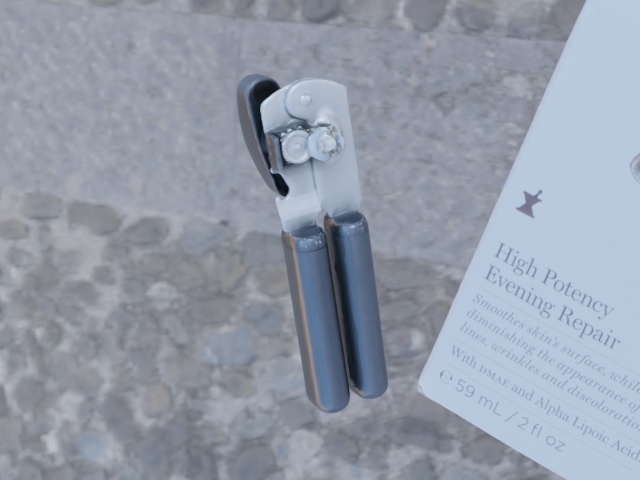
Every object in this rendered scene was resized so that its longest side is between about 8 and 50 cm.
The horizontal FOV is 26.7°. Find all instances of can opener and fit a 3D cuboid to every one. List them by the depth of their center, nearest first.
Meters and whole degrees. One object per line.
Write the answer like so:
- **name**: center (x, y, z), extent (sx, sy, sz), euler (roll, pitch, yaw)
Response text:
- **can opener**: center (0.000, 0.000, 1.080), extent (0.093, 0.074, 0.280), euler (26, 130, 63)

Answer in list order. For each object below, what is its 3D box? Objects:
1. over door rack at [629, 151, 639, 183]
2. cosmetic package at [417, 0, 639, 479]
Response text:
- **over door rack**: center (0.113, 0.117, 0.263), extent (0.324, 0.240, 0.108), euler (51, 154, 21)
- **cosmetic package**: center (0.145, -0.013, 0.591), extent (0.117, 0.085, 0.231), euler (28, 110, 22)
